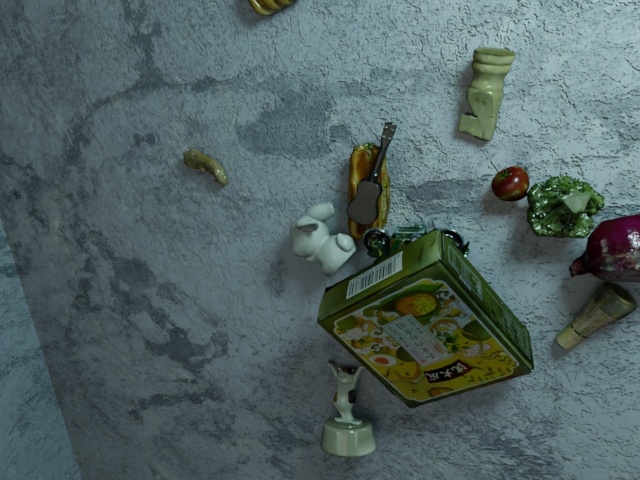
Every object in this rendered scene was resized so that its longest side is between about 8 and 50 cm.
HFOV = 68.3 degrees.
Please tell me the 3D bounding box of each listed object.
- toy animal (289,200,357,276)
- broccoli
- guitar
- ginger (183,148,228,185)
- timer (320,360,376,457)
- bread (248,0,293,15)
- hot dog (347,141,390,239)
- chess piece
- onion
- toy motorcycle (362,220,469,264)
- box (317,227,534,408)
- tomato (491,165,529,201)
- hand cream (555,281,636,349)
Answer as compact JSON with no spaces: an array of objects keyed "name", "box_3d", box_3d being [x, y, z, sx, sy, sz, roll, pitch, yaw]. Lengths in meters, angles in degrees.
[{"name":"toy animal","box_3d":[0.008,0.000,1.328,0.193,0.127,0.178,48,147,-4]},{"name":"broccoli","box_3d":[0.545,-0.076,1.052,0.162,0.138,0.145,1,85,3]},{"name":"guitar","box_3d":[0.138,-0.169,1.200,0.084,0.038,0.270,21,111,10]},{"name":"ginger","box_3d":[-0.365,-0.238,1.496,0.174,0.051,0.069,34,122,15]},{"name":"timer","box_3d":[0.083,0.517,1.487,0.176,0.175,0.265,-3,86,27]},{"name":"bread","box_3d":[-0.120,-0.659,1.218,0.177,0.084,0.119,-15,99,34]},{"name":"hot dog","box_3d":[0.131,-0.128,1.271,0.115,0.072,0.268,11,110,23]},{"name":"chess piece","box_3d":[0.377,-0.332,1.085,0.090,0.090,0.200,17,125,21]},{"name":"onion","box_3d":[0.643,0.026,1.026,0.218,0.196,0.139,-21,70,57]},{"name":"toy motorcycle","box_3d":[0.251,0.049,1.240,0.275,0.124,0.186,0,118,22]},{"name":"box","box_3d":[0.263,0.220,1.204,0.373,0.138,0.420,-32,112,31]},{"name":"tomato","box_3d":[0.448,-0.129,1.110,0.087,0.087,0.075,-28,119,31]},{"name":"hand cream","box_3d":[0.643,0.192,1.123,0.084,0.084,0.203,37,124,11]}]
